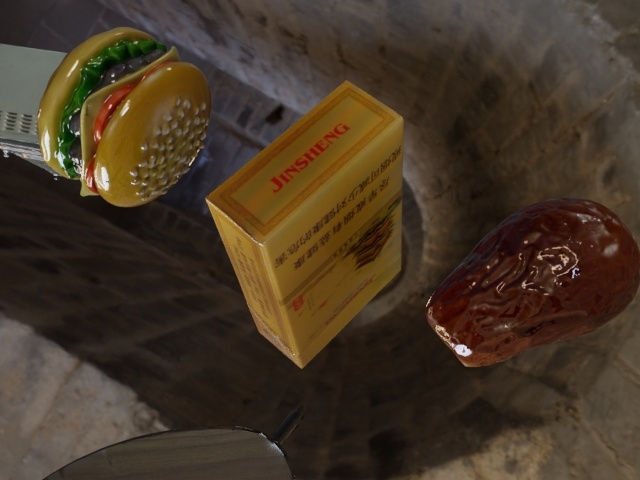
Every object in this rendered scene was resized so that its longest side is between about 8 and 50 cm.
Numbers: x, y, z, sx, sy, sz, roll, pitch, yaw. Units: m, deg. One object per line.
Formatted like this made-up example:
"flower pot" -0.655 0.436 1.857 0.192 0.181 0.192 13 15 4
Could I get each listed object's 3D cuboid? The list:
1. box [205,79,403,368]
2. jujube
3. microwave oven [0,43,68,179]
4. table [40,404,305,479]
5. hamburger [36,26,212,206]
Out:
"box" 0.000 0.000 0.695 0.174 0.076 0.274 -42 154 -18
"jujube" 0.256 0.056 0.849 0.255 0.190 0.190 -36 176 1
"microwave oven" -0.306 -0.144 0.882 0.205 0.163 0.129 67 30 -83
"table" -0.129 0.327 0.730 0.317 0.317 0.249 -61 175 4
"hamburger" -0.174 -0.108 0.629 0.162 0.115 0.162 -52 166 -19
